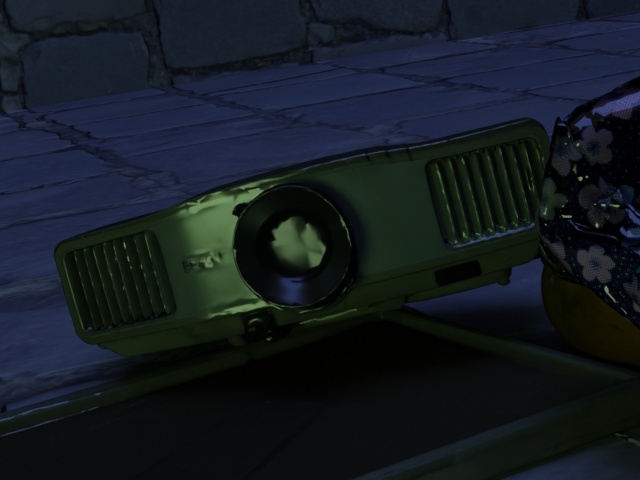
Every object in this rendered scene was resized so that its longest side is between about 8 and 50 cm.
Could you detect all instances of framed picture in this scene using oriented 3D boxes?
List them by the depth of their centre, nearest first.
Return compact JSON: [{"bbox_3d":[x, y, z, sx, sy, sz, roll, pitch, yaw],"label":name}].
[{"bbox_3d":[-0.035,0.092,0.699,0.324,0.020,0.240,-15,15,-30],"label":"framed picture"}]

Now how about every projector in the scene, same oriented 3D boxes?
[{"bbox_3d":[0.000,0.000,0.811,0.269,0.088,0.193,-14,3,8],"label":"projector"}]

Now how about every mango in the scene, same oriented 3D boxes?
[{"bbox_3d":[0.167,0.023,0.752,0.111,0.089,0.163,0,-1,-22],"label":"mango"}]

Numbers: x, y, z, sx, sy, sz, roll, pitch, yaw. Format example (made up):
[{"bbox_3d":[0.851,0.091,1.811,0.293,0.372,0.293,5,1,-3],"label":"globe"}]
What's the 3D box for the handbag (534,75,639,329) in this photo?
[{"bbox_3d":[0.223,-0.001,0.600,0.228,0.127,0.208,-22,49,-19],"label":"handbag"}]
